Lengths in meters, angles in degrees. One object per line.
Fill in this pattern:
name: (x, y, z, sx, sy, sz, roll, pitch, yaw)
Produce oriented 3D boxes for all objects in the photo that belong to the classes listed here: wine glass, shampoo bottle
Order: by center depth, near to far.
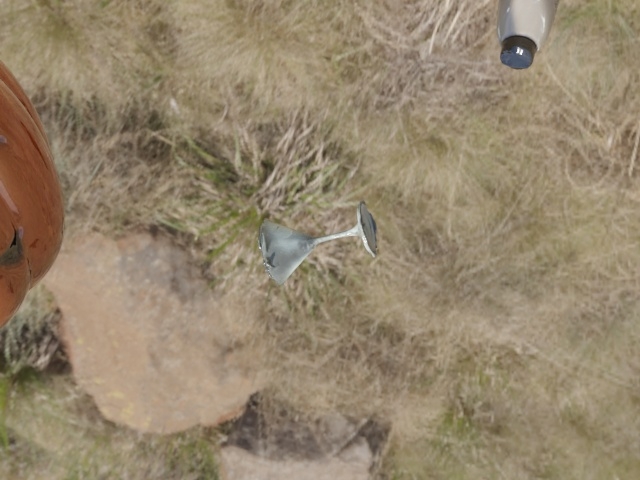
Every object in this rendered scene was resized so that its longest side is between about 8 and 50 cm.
shampoo bottle: (0.279, -0.336, 1.063, 0.078, 0.257, 0.127, 14, 157, 11)
wine glass: (0.000, 0.000, 1.348, 0.182, 0.122, 0.122, -13, 131, 15)

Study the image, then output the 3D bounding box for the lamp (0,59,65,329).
lamp: (-0.217, -0.012, 0.389, 0.187, 0.188, 0.164, -4, 130, 21)
